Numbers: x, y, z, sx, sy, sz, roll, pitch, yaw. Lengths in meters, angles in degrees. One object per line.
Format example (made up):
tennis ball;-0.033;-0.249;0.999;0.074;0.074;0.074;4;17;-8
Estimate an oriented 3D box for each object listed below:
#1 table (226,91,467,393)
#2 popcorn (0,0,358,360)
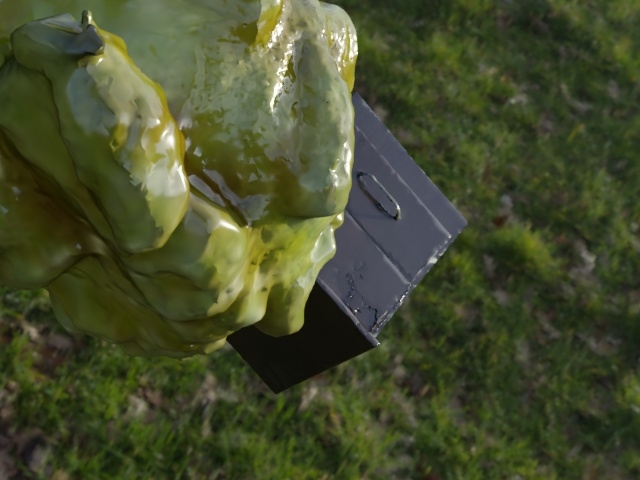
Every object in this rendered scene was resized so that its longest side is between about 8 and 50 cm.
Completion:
table;0.000;0.000;1.004;0.169;0.172;0.193;49;50;-6
popcorn;-0.098;-0.074;0.669;0.274;0.335;0.279;31;55;11
